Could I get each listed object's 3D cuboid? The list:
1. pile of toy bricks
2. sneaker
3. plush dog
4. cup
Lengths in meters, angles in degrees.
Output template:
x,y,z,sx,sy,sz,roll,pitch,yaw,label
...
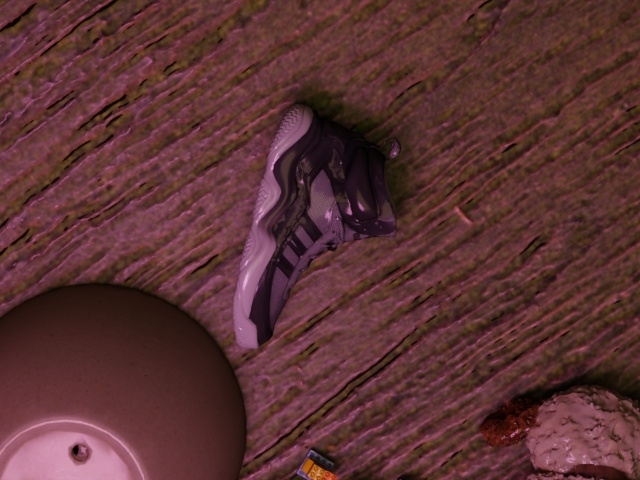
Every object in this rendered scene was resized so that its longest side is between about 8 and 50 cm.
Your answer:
x,y,z,sx,sy,sz,roll,pitch,yaw,label
0.049,0.309,1.741,0.212,0.105,0.118,32,90,-4,pile of toy bricks
0.000,0.000,1.693,0.153,0.101,0.269,15,97,0,sneaker
0.284,0.266,1.716,0.262,0.210,0.225,5,74,-3,plush dog
-0.248,0.232,1.669,0.331,0.237,0.331,0,101,0,cup
